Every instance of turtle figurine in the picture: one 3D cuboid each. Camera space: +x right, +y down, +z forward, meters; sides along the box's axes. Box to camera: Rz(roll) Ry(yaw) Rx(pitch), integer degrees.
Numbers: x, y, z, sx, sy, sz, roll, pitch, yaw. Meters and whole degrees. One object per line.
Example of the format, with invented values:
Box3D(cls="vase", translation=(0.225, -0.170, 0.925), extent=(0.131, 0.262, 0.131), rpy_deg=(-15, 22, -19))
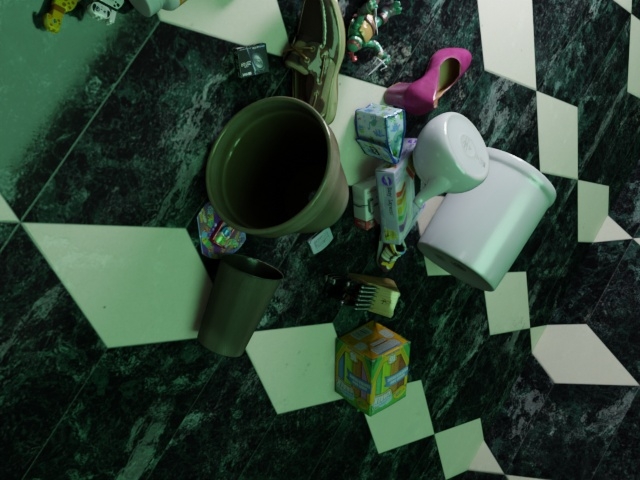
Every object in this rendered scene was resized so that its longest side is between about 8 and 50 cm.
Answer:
Box3D(cls="turtle figurine", translation=(0.130, -0.558, 1.554), extent=(0.234, 0.118, 0.175), rpy_deg=(-65, 153, -22))

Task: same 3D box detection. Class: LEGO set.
Box3D(cls="LEGO set", translation=(-0.478, -0.428, 1.053), extent=(0.227, 0.087, 0.093), rpy_deg=(16, 81, -46))

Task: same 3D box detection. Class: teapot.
Box3D(cls="teapot", translation=(0.360, -0.243, 1.755), extent=(0.255, 0.187, 0.253), rpy_deg=(-10, 78, -45))

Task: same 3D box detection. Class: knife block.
Box3D(cls="knife block", translation=(0.123, 0.156, 1.901), extent=(0.276, 0.241, 0.088), rpy_deg=(-77, -174, -82))

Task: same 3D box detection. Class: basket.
Box3D(cls="basket", translation=(-0.214, 0.168, 1.528), extent=(0.204, 0.154, 0.227), rpy_deg=(4, 112, -65))

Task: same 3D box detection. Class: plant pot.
Box3D(cls="plant pot", translation=(-0.068, -0.140, 1.447), extent=(0.323, 0.323, 0.280), rpy_deg=(-63, 153, -2))

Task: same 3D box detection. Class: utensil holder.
Box3D(cls="utensil holder", translation=(0.558, -0.065, 2.028), extent=(0.327, 0.327, 0.386), rpy_deg=(39, 81, -45))

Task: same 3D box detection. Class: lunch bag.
Box3D(cls="lunch bag", translation=(0.169, -0.300, 1.694), extent=(0.096, 0.128, 0.151), rpy_deg=(-29, 127, -30))

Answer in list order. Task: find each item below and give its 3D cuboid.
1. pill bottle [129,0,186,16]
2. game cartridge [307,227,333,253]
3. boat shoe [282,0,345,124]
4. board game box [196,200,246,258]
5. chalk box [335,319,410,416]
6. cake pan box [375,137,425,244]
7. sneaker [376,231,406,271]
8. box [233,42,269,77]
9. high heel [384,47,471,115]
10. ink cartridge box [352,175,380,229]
Box3D(cls="pill bottle", translation=(-0.282, -0.536, 1.171), extent=(0.215, 0.117, 0.117), rpy_deg=(-46, 133, -18))
Box3D(cls="game cartridge", translation=(0.000, 0.000, 1.749), extent=(0.083, 0.017, 0.056), rpy_deg=(-39, 127, -24))
Box3D(cls="boat shoe", translation=(-0.027, -0.440, 1.459), extent=(0.123, 0.123, 0.342), rpy_deg=(-21, 127, -37))
Box3D(cls="board game box", translation=(-0.239, -0.028, 1.498), extent=(0.133, 0.033, 0.169), rpy_deg=(-22, 122, -35))
Box3D(cls="chalk box", translation=(0.170, 0.451, 1.991), extent=(0.180, 0.179, 0.289), rpy_deg=(-20, 120, -36))
Box3D(cls="cake pan box", translation=(0.252, -0.156, 1.826), extent=(0.267, 0.070, 0.246), rpy_deg=(-48, 139, -49))
Box3D(cls="sneaker", translation=(0.233, 0.041, 1.926), extent=(0.069, 0.083, 0.186), rpy_deg=(-33, 138, -30))
Box3D(cls="box", translation=(-0.162, -0.425, 1.405), extent=(0.083, 0.018, 0.067), rpy_deg=(-24, 123, -34))
Box3D(cls="high heel", translation=(0.376, -0.471, 1.776), extent=(0.377, 0.181, 0.127), rpy_deg=(-38, 130, -25))
Box3D(cls="ink cartridge box", translation=(0.153, -0.115, 1.812), extent=(0.099, 0.056, 0.135), rpy_deg=(-27, 125, -33))
